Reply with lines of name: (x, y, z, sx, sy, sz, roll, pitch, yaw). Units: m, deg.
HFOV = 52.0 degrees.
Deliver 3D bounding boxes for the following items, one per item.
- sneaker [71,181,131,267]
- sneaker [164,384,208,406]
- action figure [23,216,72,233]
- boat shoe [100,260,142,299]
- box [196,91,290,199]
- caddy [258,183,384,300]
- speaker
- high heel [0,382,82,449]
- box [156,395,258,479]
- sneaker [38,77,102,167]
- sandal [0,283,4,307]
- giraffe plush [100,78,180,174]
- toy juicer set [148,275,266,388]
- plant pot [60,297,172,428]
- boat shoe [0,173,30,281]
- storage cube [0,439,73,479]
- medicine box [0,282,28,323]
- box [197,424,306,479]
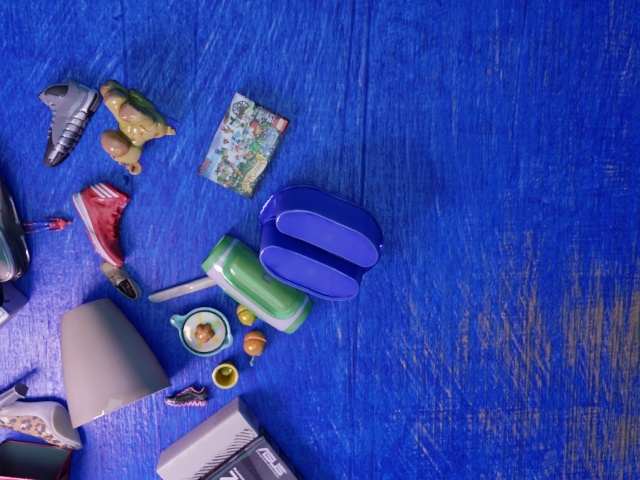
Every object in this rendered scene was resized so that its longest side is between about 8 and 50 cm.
sneaker: (-0.532, -0.049, 1.684, 0.128, 0.087, 0.221, -27, 101, 0)
sneaker: (-0.365, 0.422, 1.791, 0.119, 0.047, 0.057, 1, 91, -14)
action figure: (-0.702, -0.041, 1.695, 0.115, 0.030, 0.038, -6, 103, -5)
boat shoe: (-0.525, 0.104, 1.725, 0.135, 0.045, 0.050, 43, 92, -10)
box: (-0.200, -0.245, 1.710, 0.159, 0.044, 0.233, 26, 95, -9)
caddy: (0.000, 0.000, 1.704, 0.341, 0.179, 0.241, 24, 119, -9)
speaker: (-0.165, 0.116, 1.724, 0.296, 0.131, 0.131, 39, 92, -10)
high heel: (-0.777, 0.497, 1.754, 0.186, 0.093, 0.261, -30, 114, 21)
box: (-0.304, 0.553, 1.780, 0.275, 0.113, 0.094, -36, 101, 1)
sneaker: (-0.661, -0.305, 1.643, 0.132, 0.086, 0.229, 31, 84, -4)
sandal: (-0.959, 0.144, 1.484, 0.445, 0.167, 0.107, 6, 114, -6)
giraffe plush: (-0.479, -0.270, 1.638, 0.210, 0.181, 0.170, 28, 107, -43)
toy juicer set: (-0.279, 0.217, 1.745, 0.209, 0.089, 0.329, -38, 99, 0)
plant pot: (-0.551, 0.296, 1.669, 0.256, 0.256, 0.274, -24, 83, -2)
boat shoe: (-0.822, -0.060, 1.660, 0.112, 0.095, 0.335, -11, 95, 10)
storage cube: (-0.775, 0.658, 1.708, 0.215, 0.183, 0.193, 9, 98, -8)
medicine box: (-0.948, 0.173, 1.638, 0.289, 0.149, 0.263, -43, 99, 1)
box: (-0.171, 0.768, 1.831, 0.318, 0.097, 0.395, -36, 100, -3)
